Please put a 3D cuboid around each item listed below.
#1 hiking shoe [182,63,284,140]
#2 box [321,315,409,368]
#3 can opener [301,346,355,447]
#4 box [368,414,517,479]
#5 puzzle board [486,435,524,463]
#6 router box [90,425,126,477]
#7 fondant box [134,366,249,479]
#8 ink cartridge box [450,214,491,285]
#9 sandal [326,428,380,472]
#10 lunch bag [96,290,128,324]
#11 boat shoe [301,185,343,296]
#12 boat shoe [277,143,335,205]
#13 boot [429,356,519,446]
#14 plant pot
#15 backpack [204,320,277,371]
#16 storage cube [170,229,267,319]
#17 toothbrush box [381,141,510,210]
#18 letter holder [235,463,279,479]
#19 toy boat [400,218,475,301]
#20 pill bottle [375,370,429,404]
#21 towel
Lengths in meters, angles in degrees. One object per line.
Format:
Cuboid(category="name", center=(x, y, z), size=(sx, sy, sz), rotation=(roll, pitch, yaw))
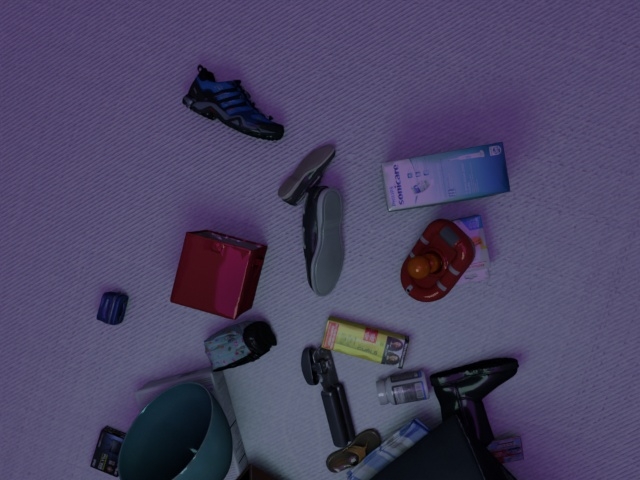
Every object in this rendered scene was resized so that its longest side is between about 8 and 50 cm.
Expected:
Cuboid(category="hiking shoe", center=(-0.230, -0.373, 1.529), size=(0.303, 0.113, 0.132), rotation=(24, 96, 5))
Cuboid(category="box", center=(0.125, 0.281, 1.546), size=(0.232, 0.058, 0.088), rotation=(15, 95, 6))
Cuboid(category="can opener", center=(0.018, 0.436, 1.572), size=(0.095, 0.076, 0.284), rotation=(-13, 92, 39))
Cuboid(category="box", center=(0.326, 0.791, 1.376), size=(0.480, 0.297, 0.472), rotation=(-42, 100, 9))
Cuboid(category="puzzle board", center=(0.487, 0.580, 1.519), size=(0.128, 0.011, 0.097), rotation=(-15, 121, 6))
Cuboid(category="router box", center=(-0.620, 0.627, 1.656), size=(0.092, 0.038, 0.123), rotation=(19, 95, 6))
Cuboid(category="fondant box", center=(-0.364, 0.549, 1.596), size=(0.238, 0.096, 0.331), rotation=(-15, 90, 6))
Cuboid(category="ink cartridge box", center=(0.395, 0.030, 1.502), size=(0.104, 0.061, 0.182), rotation=(-13, 92, 7))
Cuboid(category="sandal", center=(0.093, 0.603, 1.569), size=(0.180, 0.049, 0.072), rotation=(-34, 89, 7))
Cuboid(category="lunch bag", center=(-0.598, 0.194, 1.620), size=(0.065, 0.067, 0.099), rotation=(16, 93, 5))
Cuboid(category="boat shoe", center=(0.000, 0.000, 1.534), size=(0.091, 0.114, 0.303), rotation=(17, 103, 46))
Cuboid(category="boat shoe", center=(-0.029, -0.181, 1.553), size=(0.206, 0.075, 0.065), rotation=(-45, 130, 1))
Cuboid(category="boot", center=(0.433, 0.439, 1.499), size=(0.246, 0.094, 0.207), rotation=(-17, 88, 13))
Cuboid(category="plant pot", center=(-0.338, 0.541, 1.432), size=(0.290, 0.290, 0.195), rotation=(-32, 125, 7))
Cuboid(category="backpack", center=(-0.232, 0.293, 1.556), size=(0.181, 0.152, 0.115), rotation=(-24, 83, 18))
Cuboid(category="storage cube", center=(-0.271, 0.088, 1.519), size=(0.214, 0.183, 0.193), rotation=(16, 95, 5))
Cuboid(category="toothbrush box", center=(0.307, -0.155, 1.427), size=(0.295, 0.216, 0.126), rotation=(-8, 91, 6))
Cuboid(category="letter holder", center=(-0.109, 0.779, 1.474), size=(0.301, 0.214, 0.152), rotation=(38, 96, -16))
Cuboid(category="toy boat", center=(0.280, 0.061, 1.438), size=(0.151, 0.151, 0.231), rotation=(49, 131, 28))
Cuboid(category="pill bottle", center=(0.225, 0.408, 1.531), size=(0.137, 0.078, 0.078), rotation=(-12, 91, 7))
Cuboid(category="towel", center=(0.234, 0.624, 1.515), size=(0.209, 0.034, 0.285), rotation=(39, 111, -7))
